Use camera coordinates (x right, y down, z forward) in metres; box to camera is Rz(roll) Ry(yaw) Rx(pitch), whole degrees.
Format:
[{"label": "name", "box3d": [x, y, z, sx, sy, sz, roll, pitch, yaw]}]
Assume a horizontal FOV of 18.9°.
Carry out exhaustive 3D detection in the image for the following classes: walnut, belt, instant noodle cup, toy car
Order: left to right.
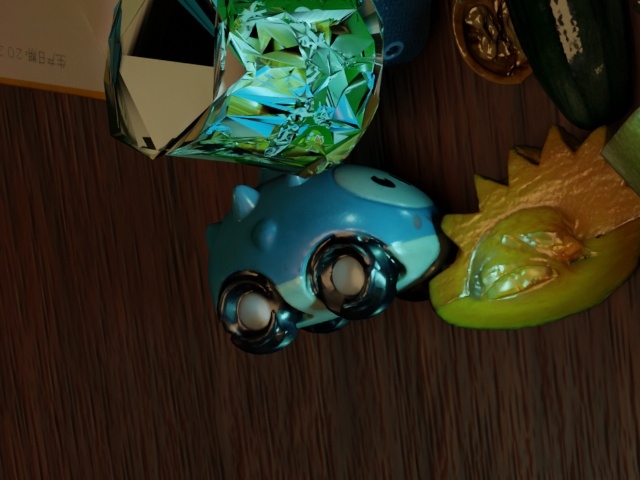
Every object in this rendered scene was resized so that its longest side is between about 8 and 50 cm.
[{"label": "instant noodle cup", "box3d": [-0.081, -0.172, 1.812, 0.240, 0.178, 0.240, 4, 95, 48]}, {"label": "toy car", "box3d": [0.000, 0.000, 1.944, 0.255, 0.188, 0.190, -19, 86, 30]}, {"label": "belt", "box3d": [0.055, -0.274, 1.885, 0.122, 0.128, 0.218, 19, 116, 54]}, {"label": "walnut", "box3d": [0.169, -0.210, 1.872, 0.091, 0.052, 0.121, -16, 98, -6]}]

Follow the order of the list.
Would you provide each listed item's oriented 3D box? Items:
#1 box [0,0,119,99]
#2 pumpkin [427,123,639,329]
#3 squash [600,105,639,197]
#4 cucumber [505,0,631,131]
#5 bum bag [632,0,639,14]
[{"label": "box", "box3d": [-0.264, -0.297, 1.984, 0.284, 0.214, 0.259, 10, 104, 24]}, {"label": "pumpkin", "box3d": [0.230, -0.014, 1.883, 0.254, 0.149, 0.130, -29, 59, 21]}, {"label": "squash", "box3d": [0.464, -0.028, 1.658, 0.384, 0.263, 0.263, 47, 119, 8]}, {"label": "cucumber", "box3d": [0.237, -0.219, 1.816, 0.115, 0.063, 0.243, -20, 100, 6]}, {"label": "bum bag", "box3d": [0.359, -0.281, 1.765, 0.087, 0.049, 0.197, 23, 110, 3]}]
